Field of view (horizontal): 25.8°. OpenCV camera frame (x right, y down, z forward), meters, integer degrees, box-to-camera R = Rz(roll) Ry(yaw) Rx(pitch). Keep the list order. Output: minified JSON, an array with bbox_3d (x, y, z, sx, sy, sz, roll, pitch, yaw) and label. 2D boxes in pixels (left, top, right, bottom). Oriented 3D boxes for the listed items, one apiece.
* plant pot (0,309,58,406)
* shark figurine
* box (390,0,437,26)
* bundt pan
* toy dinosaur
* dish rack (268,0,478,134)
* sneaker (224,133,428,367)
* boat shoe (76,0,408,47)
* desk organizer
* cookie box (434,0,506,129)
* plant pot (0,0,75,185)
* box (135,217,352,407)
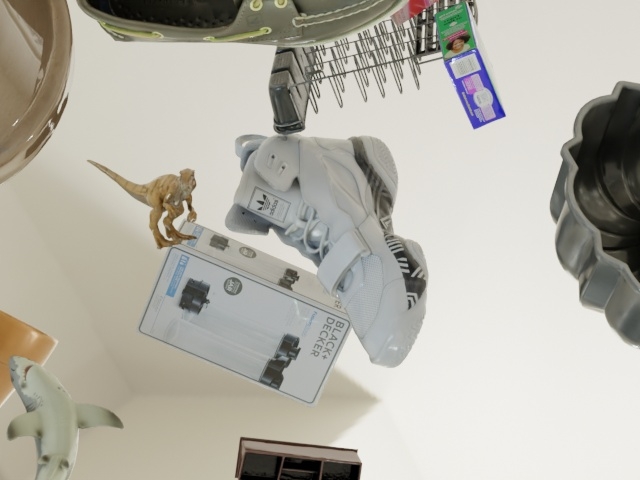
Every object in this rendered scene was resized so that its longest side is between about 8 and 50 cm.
[{"bbox_3d":[-0.537,0.158,1.927,0.291,0.291,0.203,12,-108,58],"label":"plant pot"},{"bbox_3d":[-0.353,0.289,1.748,0.278,0.166,0.116,-78,-169,-45],"label":"shark figurine"},{"bbox_3d":[0.084,-0.377,1.558,0.128,0.257,0.122,-33,-120,-2],"label":"box"},{"bbox_3d":[0.374,-0.004,1.385,0.331,0.331,0.124,-45,165,-36],"label":"bundt pan"},{"bbox_3d":[-0.187,-0.050,1.636,0.064,0.112,0.211,-15,-171,-37],"label":"toy dinosaur"},{"bbox_3d":[0.066,-0.238,1.742,0.272,0.074,0.208,-12,-145,14],"label":"dish rack"},{"bbox_3d":[0.000,0.000,1.730,0.365,0.210,0.137,-101,-152,-42],"label":"sneaker"},{"bbox_3d":[-0.068,-0.225,1.243,0.305,0.109,0.091,-3,-176,16],"label":"boat shoe"},{"bbox_3d":[-0.023,0.245,1.494,0.130,0.047,0.050,7,-174,-7],"label":"desk organizer"},{"bbox_3d":[0.156,-0.184,1.463,0.040,0.091,0.107,-21,-145,12],"label":"cookie box"},{"bbox_3d":[-0.311,-0.177,1.014,0.263,0.263,0.229,-34,172,-16],"label":"plant pot"},{"bbox_3d":[-0.103,0.106,2.041,0.087,0.290,0.169,-73,-173,-66],"label":"box"}]
